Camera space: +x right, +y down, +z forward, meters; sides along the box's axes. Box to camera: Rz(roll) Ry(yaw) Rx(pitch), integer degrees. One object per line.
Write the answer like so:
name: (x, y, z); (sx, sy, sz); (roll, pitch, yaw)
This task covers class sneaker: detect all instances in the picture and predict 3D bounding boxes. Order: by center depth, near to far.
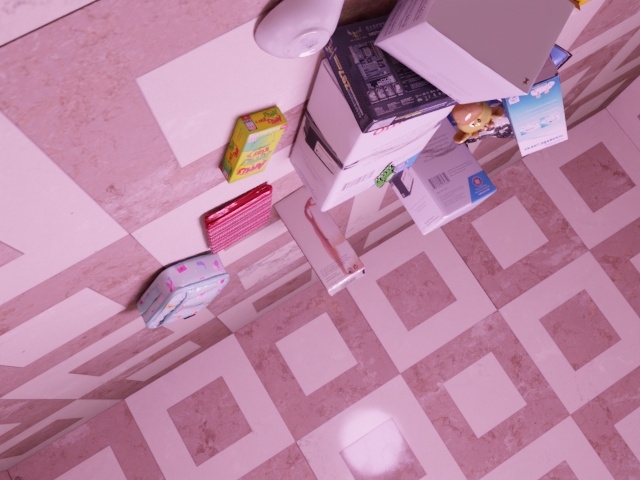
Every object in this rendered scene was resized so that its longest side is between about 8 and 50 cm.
sneaker: (0.531, -0.394, 1.769); (0.329, 0.147, 0.130); (-9, 161, -17)

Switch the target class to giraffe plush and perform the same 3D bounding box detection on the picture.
giraffe plush: (0.353, -0.341, 1.454); (0.210, 0.171, 0.181); (-7, 155, -36)

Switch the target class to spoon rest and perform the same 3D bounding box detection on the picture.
spoon rest: (0.021, -0.363, 0.881); (0.276, 0.084, 0.137); (-23, 171, 24)

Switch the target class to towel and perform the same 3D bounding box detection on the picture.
towel: (-0.219, -0.054, 1.566); (0.198, 0.031, 0.275); (-31, 170, -15)

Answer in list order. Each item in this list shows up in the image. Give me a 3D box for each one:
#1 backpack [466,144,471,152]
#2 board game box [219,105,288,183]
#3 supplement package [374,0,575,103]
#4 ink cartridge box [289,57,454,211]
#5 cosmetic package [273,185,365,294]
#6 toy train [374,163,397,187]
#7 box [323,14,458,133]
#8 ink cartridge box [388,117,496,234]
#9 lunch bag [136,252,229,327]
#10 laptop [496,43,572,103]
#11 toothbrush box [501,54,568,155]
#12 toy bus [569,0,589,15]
backpack: (0.375, -0.229, 1.832); (0.181, 0.115, 0.152); (-27, 169, -15)
board game box: (-0.139, -0.191, 1.189); (0.092, 0.043, 0.181); (-26, 166, -31)
supplement package: (0.227, -0.329, 0.899); (0.149, 0.194, 0.203); (-61, -163, 1)
ink cartridge box: (0.116, -0.260, 1.270); (0.285, 0.166, 0.395); (-29, 168, -21)
cosmetic package: (0.000, 0.000, 1.698); (0.129, 0.296, 0.153); (-33, 169, -1)
toy train: (0.151, -0.148, 1.345); (0.017, 0.024, 0.083); (-26, 169, -34)
box: (0.143, -0.310, 1.039); (0.232, 0.184, 0.059); (-22, 173, -21)
ink cartridge box: (0.312, -0.204, 1.652); (0.223, 0.308, 0.129); (-26, 168, -30)
lunch bag: (-0.412, 0.156, 1.718); (0.224, 0.108, 0.279); (-21, 163, -44)
laptop: (0.481, -0.441, 1.551); (0.264, 0.137, 0.234); (-25, 165, -35)
toothbrush box: (0.500, -0.378, 1.422); (0.126, 0.217, 0.295); (-20, 154, 20)
toy bus: (0.371, -0.396, 0.875); (0.190, 0.105, 0.202); (-11, 173, 1)
